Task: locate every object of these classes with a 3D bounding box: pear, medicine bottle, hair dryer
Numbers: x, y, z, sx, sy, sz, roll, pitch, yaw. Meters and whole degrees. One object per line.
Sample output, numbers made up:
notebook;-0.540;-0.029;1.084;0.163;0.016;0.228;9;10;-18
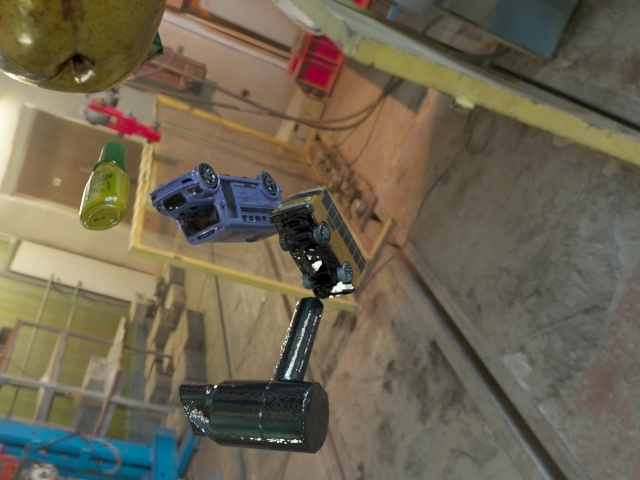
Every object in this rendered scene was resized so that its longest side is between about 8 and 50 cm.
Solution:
pear;-0.337;-0.345;0.829;0.314;0.315;0.314;-52;28;43
medicine bottle;-0.475;-0.134;1.500;0.111;0.076;0.309;-24;38;6
hair dryer;-0.094;0.220;1.174;0.302;0.245;0.116;-70;-29;-42

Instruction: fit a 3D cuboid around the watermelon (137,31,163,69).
watermelon;-0.555;-0.466;1.430;0.292;0.319;0.222;-24;7;39

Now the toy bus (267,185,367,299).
toy bus;0.000;0.000;1.233;0.098;0.201;0.114;-13;30;30

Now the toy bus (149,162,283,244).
toy bus;-0.191;-0.062;1.323;0.126;0.292;0.133;-24;78;28
